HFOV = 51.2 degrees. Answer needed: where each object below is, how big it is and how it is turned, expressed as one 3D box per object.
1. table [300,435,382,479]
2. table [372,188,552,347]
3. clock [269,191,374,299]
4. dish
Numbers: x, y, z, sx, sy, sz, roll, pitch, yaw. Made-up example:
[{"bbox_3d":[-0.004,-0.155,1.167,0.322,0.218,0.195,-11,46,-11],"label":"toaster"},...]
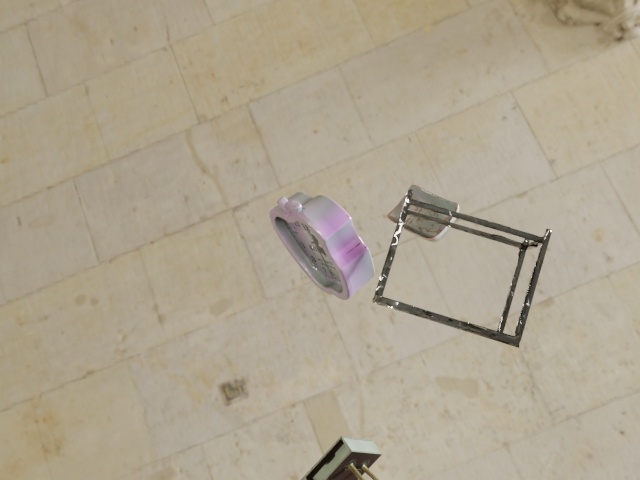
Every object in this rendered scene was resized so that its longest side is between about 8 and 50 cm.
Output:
[{"bbox_3d":[0.027,0.528,1.372,0.240,0.111,0.121,-50,-39,12],"label":"table"},{"bbox_3d":[0.321,0.066,1.587,0.335,0.272,0.222,17,-3,5],"label":"table"},{"bbox_3d":[0.000,0.000,1.820,0.102,0.338,0.338,-38,-11,-18],"label":"clock"},{"bbox_3d":[0.336,-0.074,2.133,0.151,0.212,0.077,-50,-45,-9],"label":"dish"}]
